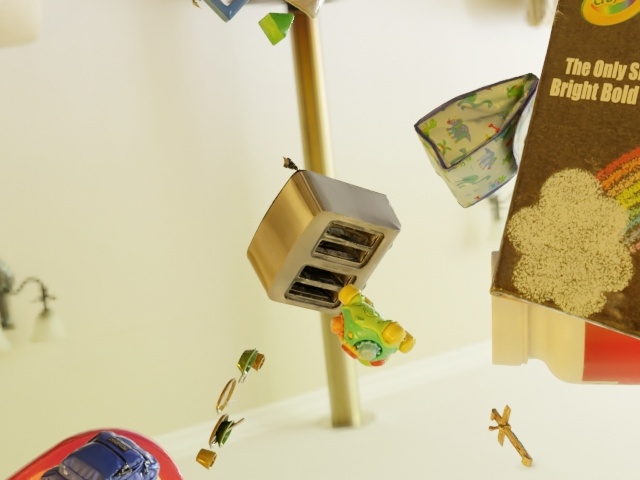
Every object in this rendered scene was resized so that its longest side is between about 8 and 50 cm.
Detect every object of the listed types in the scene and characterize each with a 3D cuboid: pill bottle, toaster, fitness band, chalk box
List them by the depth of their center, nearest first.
[{"bbox_3d":[0.252,-0.078,0.636,0.179,0.289,0.180,10,-175,-44],"label":"chalk box"},{"bbox_3d":[-0.293,0.352,1.251,0.291,0.209,0.054,-35,-174,-13],"label":"fitness band"},{"bbox_3d":[0.000,0.000,1.451,0.185,0.168,0.110,16,-151,-33],"label":"toaster"},{"bbox_3d":[0.457,0.098,1.537,0.407,0.229,0.229,-1,-173,10],"label":"pill bottle"}]

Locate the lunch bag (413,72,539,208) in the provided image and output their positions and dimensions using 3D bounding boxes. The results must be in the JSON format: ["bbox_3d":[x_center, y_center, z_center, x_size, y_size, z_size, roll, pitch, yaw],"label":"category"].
[{"bbox_3d":[0.204,-0.124,1.247,0.151,0.096,0.129,-35,155,2],"label":"lunch bag"}]

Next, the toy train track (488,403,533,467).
[{"bbox_3d":[0.188,0.198,1.052,0.014,0.048,0.083,-4,-151,-19],"label":"toy train track"}]

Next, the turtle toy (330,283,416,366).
[{"bbox_3d":[0.058,0.112,1.228,0.095,0.066,0.130,40,178,26],"label":"turtle toy"}]

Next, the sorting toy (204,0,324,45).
[{"bbox_3d":[-0.060,-0.411,1.398,0.196,0.348,0.047,31,153,-21],"label":"sorting toy"}]

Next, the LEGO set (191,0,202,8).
[{"bbox_3d":[-0.163,-0.347,1.408,0.023,0.054,0.083,17,-137,-16],"label":"LEGO set"}]

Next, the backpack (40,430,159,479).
[{"bbox_3d":[-0.230,0.261,1.133,0.098,0.101,0.120,35,-153,16],"label":"backpack"}]

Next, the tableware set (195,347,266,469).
[{"bbox_3d":[-0.104,0.198,1.244,0.024,0.154,0.104,25,176,10],"label":"tableware set"}]
